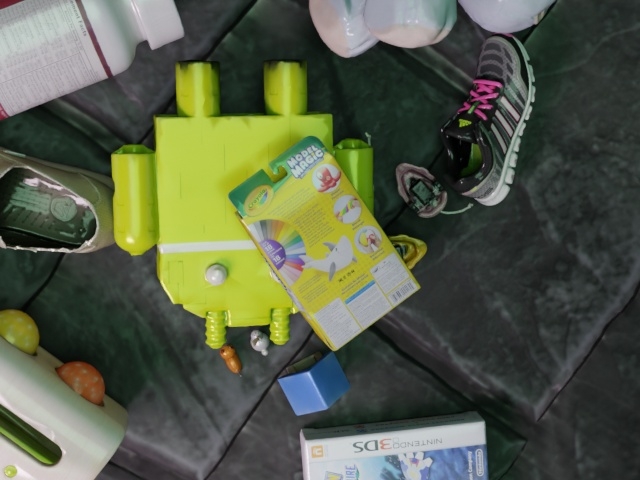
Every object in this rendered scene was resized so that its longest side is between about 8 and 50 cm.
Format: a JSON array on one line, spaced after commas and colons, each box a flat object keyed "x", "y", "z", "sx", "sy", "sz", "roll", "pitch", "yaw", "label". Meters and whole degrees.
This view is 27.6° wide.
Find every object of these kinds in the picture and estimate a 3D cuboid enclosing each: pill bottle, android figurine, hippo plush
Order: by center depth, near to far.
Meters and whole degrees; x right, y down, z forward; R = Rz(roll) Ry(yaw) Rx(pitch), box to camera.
[{"x": -0.244, "y": -0.193, "z": 1.185, "sx": 0.221, "sy": 0.121, "sz": 0.121, "roll": -23, "pitch": 100, "yaw": -5, "label": "pill bottle"}, {"x": 0.119, "y": -0.309, "z": 1.206, "sx": 0.236, "sy": 0.234, "sz": 0.294, "roll": -5, "pitch": 116, "yaw": -37, "label": "hippo plush"}, {"x": -0.072, "y": -0.034, "z": 1.229, "sx": 0.248, "sy": 0.056, "sz": 0.273, "roll": -1, "pitch": 97, "yaw": -12, "label": "android figurine"}]

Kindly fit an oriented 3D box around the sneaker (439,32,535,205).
[{"x": 0.157, "y": -0.118, "z": 1.266, "sx": 0.074, "sy": 0.063, "sz": 0.170, "roll": 0, "pitch": 103, "yaw": -44, "label": "sneaker"}]

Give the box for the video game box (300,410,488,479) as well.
[{"x": 0.080, "y": 0.285, "z": 1.327, "sx": 0.187, "sy": 0.048, "sz": 0.205, "roll": -5, "pitch": 98, "yaw": -5, "label": "video game box"}]

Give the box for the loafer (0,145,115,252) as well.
[{"x": -0.311, "y": -0.044, "z": 1.209, "sx": 0.268, "sy": 0.092, "sz": 0.102, "roll": 7, "pitch": 96, "yaw": -9, "label": "loafer"}]

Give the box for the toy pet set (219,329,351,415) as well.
[{"x": -0.030, "y": 0.112, "z": 1.280, "sx": 0.122, "sy": 0.065, "sz": 0.114, "roll": -27, "pitch": 100, "yaw": -3, "label": "toy pet set"}]

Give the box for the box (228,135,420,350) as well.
[{"x": 0.000, "y": 0.000, "z": 1.198, "sx": 0.105, "sy": 0.043, "sz": 0.179, "roll": -36, "pitch": 108, "yaw": -6, "label": "box"}]

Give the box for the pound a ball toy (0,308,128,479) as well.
[{"x": -0.290, "y": 0.142, "z": 1.177, "sx": 0.319, "sy": 0.208, "sz": 0.136, "roll": 38, "pitch": 91, "yaw": -10, "label": "pound a ball toy"}]

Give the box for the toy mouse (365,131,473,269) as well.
[{"x": 0.064, "y": -0.040, "z": 1.289, "sx": 0.161, "sy": 0.031, "sz": 0.143, "roll": -20, "pitch": 100, "yaw": -1, "label": "toy mouse"}]
